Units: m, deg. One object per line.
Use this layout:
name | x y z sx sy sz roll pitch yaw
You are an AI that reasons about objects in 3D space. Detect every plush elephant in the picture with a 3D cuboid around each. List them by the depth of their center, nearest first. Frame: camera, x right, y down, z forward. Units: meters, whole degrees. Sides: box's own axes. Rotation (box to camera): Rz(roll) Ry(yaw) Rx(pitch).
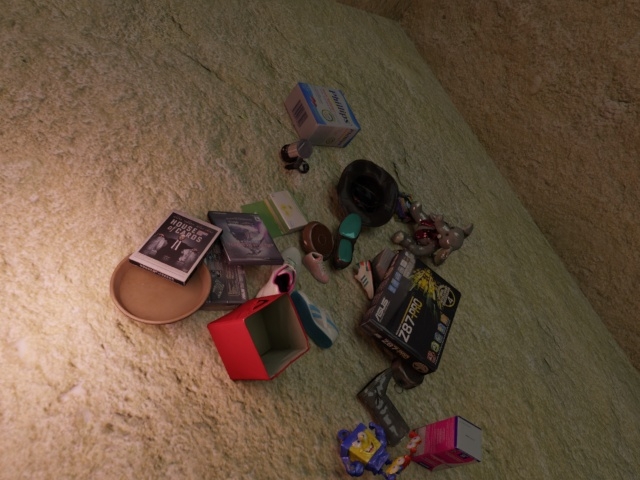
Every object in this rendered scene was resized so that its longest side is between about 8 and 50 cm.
plush elephant | 0.549 -0.023 2.092 0.330 0.255 0.272 48 59 -10

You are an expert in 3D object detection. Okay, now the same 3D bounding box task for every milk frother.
milk frother | -0.079 -0.363 1.952 0.143 0.135 0.129 1 90 -35

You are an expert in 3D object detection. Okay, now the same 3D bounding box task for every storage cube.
storage cube | -0.181 0.280 1.317 0.184 0.193 0.214 -29 99 -46

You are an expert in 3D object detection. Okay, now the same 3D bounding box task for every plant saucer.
plant saucer | -0.459 0.128 1.301 0.278 0.041 0.277 9 48 -10
plant saucer | 0.000 0.000 1.790 0.168 0.029 0.168 20 61 -42

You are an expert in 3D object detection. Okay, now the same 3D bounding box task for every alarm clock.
alarm clock | 0.326 0.503 1.690 0.129 0.064 0.192 47 46 -1

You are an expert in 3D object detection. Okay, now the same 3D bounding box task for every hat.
hat | 0.198 -0.196 2.052 0.332 0.134 0.331 7 69 -20

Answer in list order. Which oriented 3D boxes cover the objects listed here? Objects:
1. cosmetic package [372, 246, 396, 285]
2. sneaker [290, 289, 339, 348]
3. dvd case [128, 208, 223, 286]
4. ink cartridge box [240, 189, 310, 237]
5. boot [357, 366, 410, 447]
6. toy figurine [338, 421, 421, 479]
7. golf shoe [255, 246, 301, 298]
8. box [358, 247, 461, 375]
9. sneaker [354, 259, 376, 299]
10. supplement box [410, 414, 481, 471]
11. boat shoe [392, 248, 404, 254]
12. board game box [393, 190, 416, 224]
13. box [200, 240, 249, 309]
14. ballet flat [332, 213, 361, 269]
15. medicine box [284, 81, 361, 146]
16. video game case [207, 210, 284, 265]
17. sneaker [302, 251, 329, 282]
cosmetic package | 0.326 0.160 1.911 0.238 0.107 0.127 37 47 -6
sneaker | -0.023 0.267 1.576 0.228 0.087 0.092 54 36 -2
dvd case | -0.432 0.014 1.365 0.179 0.029 0.238 23 47 3
ink cartridge box | -0.172 -0.101 1.747 0.235 0.056 0.171 -18 73 -47
boot | 0.244 0.573 1.560 0.190 0.076 0.208 -34 76 -33
toy figurine | 0.123 0.685 1.375 0.217 0.191 0.363 31 43 28
golf shoe | -0.117 0.120 1.563 0.115 0.140 0.306 33 43 -12
box | 0.362 0.269 1.749 0.318 0.097 0.395 38 52 -4
sneaker | 0.181 0.163 1.836 0.057 0.075 0.161 -3 85 -73
supplement box | 0.419 0.686 1.509 0.111 0.220 0.114 33 46 -14
boat shoe | 0.341 0.063 2.037 0.135 0.045 0.050 -17 71 -44
board game box | 0.420 -0.169 2.271 0.141 0.048 0.170 8 55 -36
box | -0.338 0.110 1.453 0.183 0.056 0.231 5 57 -34
ballet flat | 0.098 0.008 1.848 0.095 0.096 0.280 25 49 -5
medicine box | 0.010 -0.611 2.199 0.289 0.149 0.263 -7 64 -40
video game case | -0.260 -0.011 1.544 0.196 0.026 0.274 2 36 -33
sneaker | -0.006 0.100 1.717 0.134 0.070 0.051 47 41 -1
